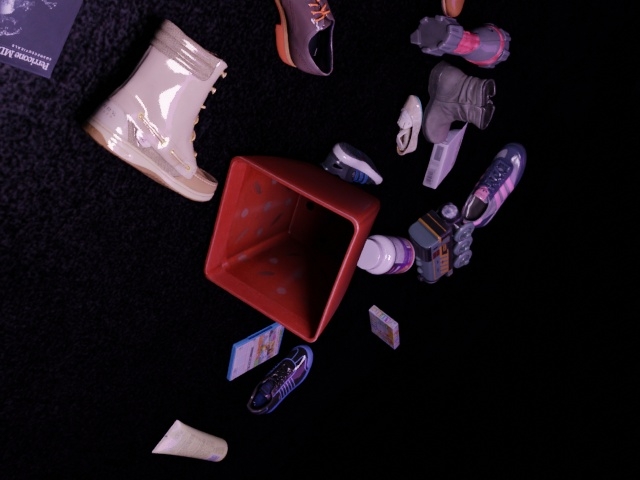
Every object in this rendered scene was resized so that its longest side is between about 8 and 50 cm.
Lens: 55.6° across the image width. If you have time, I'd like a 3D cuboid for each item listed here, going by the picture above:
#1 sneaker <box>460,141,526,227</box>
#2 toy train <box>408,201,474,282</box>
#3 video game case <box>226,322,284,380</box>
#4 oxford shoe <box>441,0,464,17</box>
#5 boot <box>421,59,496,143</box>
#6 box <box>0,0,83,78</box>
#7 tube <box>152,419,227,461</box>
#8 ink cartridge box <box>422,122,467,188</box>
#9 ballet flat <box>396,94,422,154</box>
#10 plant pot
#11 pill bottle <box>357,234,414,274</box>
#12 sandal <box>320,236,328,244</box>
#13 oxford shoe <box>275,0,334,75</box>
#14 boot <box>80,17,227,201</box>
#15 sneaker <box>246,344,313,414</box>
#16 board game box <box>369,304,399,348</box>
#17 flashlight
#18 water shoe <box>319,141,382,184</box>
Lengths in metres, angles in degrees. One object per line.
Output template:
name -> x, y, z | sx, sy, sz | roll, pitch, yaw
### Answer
sneaker -> 0.570, -0.177, 2.008 | 0.131, 0.112, 0.319 | -8, 127, -56
toy train -> 0.377, 0.016, 1.927 | 0.190, 0.142, 0.334 | -34, 150, -9
video game case -> -0.161, 0.275, 1.531 | 0.166, 0.015, 0.119 | -23, 138, -43
oxford shoe -> 0.308, -0.559, 1.255 | 0.076, 0.076, 0.212 | -29, 145, -40
boot -> 0.336, -0.305, 1.477 | 0.083, 0.161, 0.247 | -39, 148, -24
box -> -0.332, -0.273, 0.613 | 0.156, 0.093, 0.158 | 8, 116, -58
tube -> -0.318, 0.505, 1.517 | 0.240, 0.062, 0.070 | 46, 38, -56
ink cartridge box -> 0.352, -0.248, 1.709 | 0.179, 0.045, 0.146 | -49, 156, -48
ballet flat -> 0.208, -0.267, 1.445 | 0.052, 0.057, 0.168 | -31, 145, -18
plant pot -> -0.031, -0.015, 1.188 | 0.235, 0.267, 0.267 | -33, 148, -57
pill bottle -> 0.172, 0.039, 1.665 | 0.193, 0.108, 0.108 | 3, 119, -56
sandal -> 0.004, -0.005, 1.405 | 0.265, 0.076, 0.102 | -57, 176, 30
oxford shoe -> -0.019, -0.381, 0.943 | 0.097, 0.098, 0.271 | -41, 149, -21
boot -> -0.199, -0.183, 0.907 | 0.204, 0.095, 0.262 | -55, 147, 0
sneaker -> -0.110, 0.381, 1.652 | 0.232, 0.081, 0.090 | -54, 158, 3
board game box -> 0.210, 0.286, 1.992 | 0.026, 0.103, 0.154 | -42, 149, -19
flashlight -> 0.329, -0.450, 1.367 | 0.304, 0.103, 0.103 | -13, 142, -52
water shoe -> 0.066, -0.160, 1.357 | 0.080, 0.073, 0.203 | -38, 151, 18
